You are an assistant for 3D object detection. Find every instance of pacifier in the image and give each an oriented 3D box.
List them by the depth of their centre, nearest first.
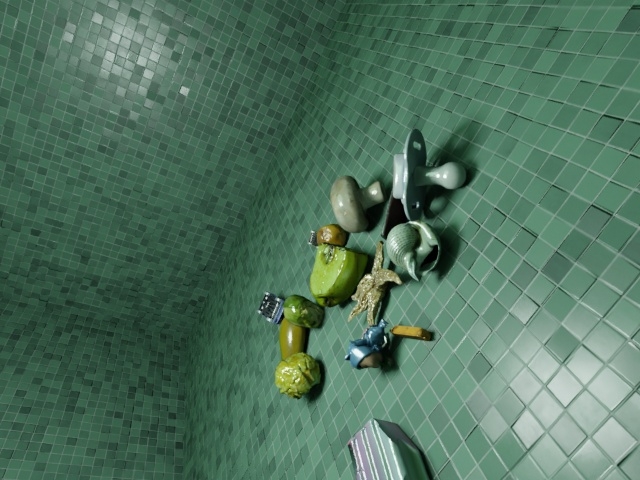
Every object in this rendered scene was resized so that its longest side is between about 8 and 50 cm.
[{"bbox_3d":[0.357,-0.210,1.409,0.232,0.244,0.300,6,100,34],"label":"pacifier"}]

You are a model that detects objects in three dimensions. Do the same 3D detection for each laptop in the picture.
[{"bbox_3d":[0.265,-0.088,1.521,0.026,0.153,0.207,5,75,35],"label":"laptop"}]

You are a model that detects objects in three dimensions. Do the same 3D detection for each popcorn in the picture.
[{"bbox_3d":[-0.088,0.553,1.757,0.198,0.197,0.213,-105,16,-52],"label":"popcorn"}]

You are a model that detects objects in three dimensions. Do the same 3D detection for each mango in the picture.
[{"bbox_3d":[-0.132,0.454,1.962,0.156,0.114,0.251,-32,44,49],"label":"mango"}]

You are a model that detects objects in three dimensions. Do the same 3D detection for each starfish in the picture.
[{"bbox_3d":[0.192,0.188,1.535,0.294,0.084,0.302,-65,21,21],"label":"starfish"}]

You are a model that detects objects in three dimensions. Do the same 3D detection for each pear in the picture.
[{"bbox_3d":[0.075,0.146,1.715,0.238,0.163,0.256,10,84,62],"label":"pear"}]

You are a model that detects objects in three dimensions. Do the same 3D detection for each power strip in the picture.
[{"bbox_3d":[0.270,0.284,1.338,0.178,0.049,0.028,-15,53,61],"label":"power strip"}]

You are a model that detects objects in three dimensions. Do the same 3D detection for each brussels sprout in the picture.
[{"bbox_3d":[-0.083,0.307,1.884,0.145,0.183,0.132,-3,64,41],"label":"brussels sprout"}]

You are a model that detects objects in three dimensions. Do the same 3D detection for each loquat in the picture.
[{"bbox_3d":[0.046,-0.015,1.932,0.137,0.137,0.113,-35,46,52],"label":"loquat"}]

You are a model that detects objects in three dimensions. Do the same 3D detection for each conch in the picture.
[{"bbox_3d":[0.302,0.031,1.370,0.172,0.131,0.200,-29,72,22],"label":"conch"}]

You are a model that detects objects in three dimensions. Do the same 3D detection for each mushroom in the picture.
[{"bbox_3d":[0.158,-0.156,1.755,0.243,0.243,0.244,-45,35,43],"label":"mushroom"}]

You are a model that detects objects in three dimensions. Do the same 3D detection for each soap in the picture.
[{"bbox_3d":[0.193,0.646,1.156,0.193,0.109,0.324,-58,27,26],"label":"soap"}]

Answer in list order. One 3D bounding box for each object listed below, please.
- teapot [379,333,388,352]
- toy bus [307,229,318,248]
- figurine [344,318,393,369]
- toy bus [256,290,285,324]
[{"bbox_3d":[0.189,0.347,1.457,0.088,0.066,0.057,-41,52,9],"label":"teapot"},{"bbox_3d":[0.000,0.000,2.079,0.162,0.074,0.070,26,103,63],"label":"toy bus"},{"bbox_3d":[0.170,0.344,1.377,0.144,0.114,0.178,35,96,25],"label":"figurine"},{"bbox_3d":[-0.222,0.350,2.208,0.126,0.133,0.292,-67,22,-7],"label":"toy bus"}]
